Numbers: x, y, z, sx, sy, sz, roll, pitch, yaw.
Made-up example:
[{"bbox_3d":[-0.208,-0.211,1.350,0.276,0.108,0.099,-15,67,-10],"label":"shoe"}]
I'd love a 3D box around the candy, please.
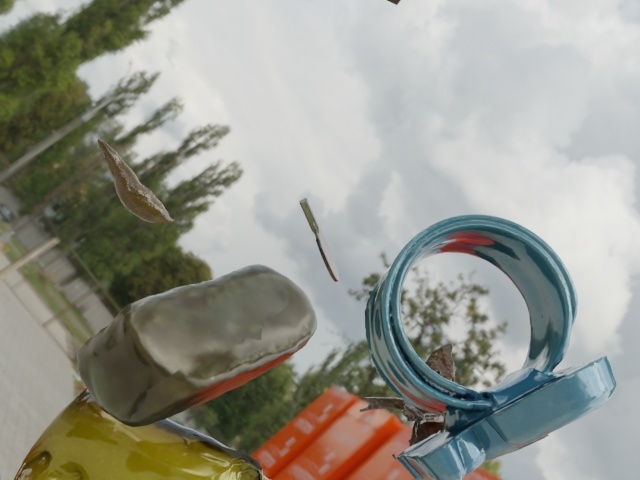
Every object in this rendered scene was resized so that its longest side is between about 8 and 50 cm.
[{"bbox_3d":[-0.110,0.096,0.780,0.104,0.234,0.102,-37,-101,34],"label":"candy"}]

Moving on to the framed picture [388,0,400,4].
[{"bbox_3d":[0.152,-0.459,1.250,0.023,0.128,0.168,20,-36,-20],"label":"framed picture"}]

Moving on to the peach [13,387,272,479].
[{"bbox_3d":[-0.194,0.360,0.923,0.242,0.306,0.380,92,-5,-64],"label":"peach"}]

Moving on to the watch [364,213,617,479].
[{"bbox_3d":[0.125,0.085,0.707,0.193,0.211,0.211,64,-13,12],"label":"watch"}]

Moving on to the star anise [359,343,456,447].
[{"bbox_3d":[0.108,0.215,1.095,0.144,0.158,0.140,9,-50,19],"label":"star anise"}]

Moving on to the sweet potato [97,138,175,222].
[{"bbox_3d":[-0.389,-0.106,1.674,0.226,0.068,0.068,50,-15,-10],"label":"sweet potato"}]

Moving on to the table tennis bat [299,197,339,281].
[{"bbox_3d":[0.000,0.000,1.422,0.095,0.014,0.158,-89,157,-68],"label":"table tennis bat"}]
